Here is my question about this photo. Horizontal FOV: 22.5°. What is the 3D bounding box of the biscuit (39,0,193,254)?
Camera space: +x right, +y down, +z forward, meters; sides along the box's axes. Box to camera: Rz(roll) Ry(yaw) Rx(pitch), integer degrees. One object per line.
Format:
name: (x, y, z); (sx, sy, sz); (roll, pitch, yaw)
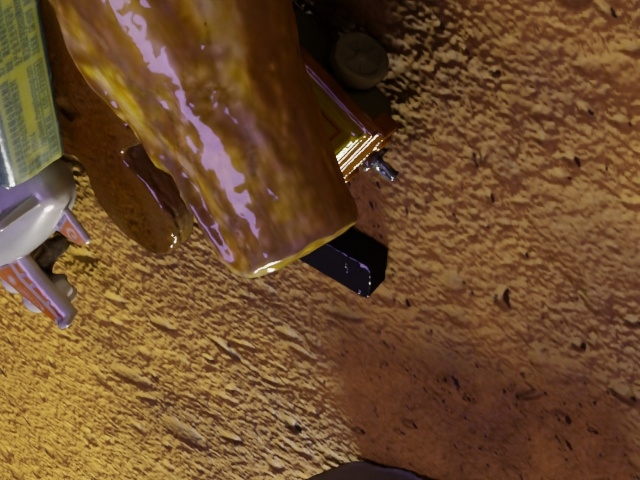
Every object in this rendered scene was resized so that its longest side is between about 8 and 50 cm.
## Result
biscuit: (-0.188, -0.122, 1.290); (0.197, 0.049, 0.301); (3, 126, 58)

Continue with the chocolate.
chocolate: (-0.118, -0.185, 0.943); (0.162, 0.162, 0.445); (-26, 89, 56)

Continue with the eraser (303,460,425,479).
eraser: (0.116, 0.267, 1.323); (0.352, 0.077, 0.111); (10, 134, 43)

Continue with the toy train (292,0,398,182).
toy train: (-0.039, -0.108, 1.063); (0.219, 0.127, 0.089); (47, 146, -1)

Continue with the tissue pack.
tissue pack: (-0.294, -0.180, 1.240); (0.185, 0.081, 0.257); (36, 149, 25)

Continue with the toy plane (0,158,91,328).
toy plane: (-0.296, -0.025, 1.452); (0.245, 0.117, 0.244); (29, 143, 24)

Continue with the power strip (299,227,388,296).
power strip: (0.000, 0.000, 1.218); (0.111, 0.029, 0.038); (30, 143, 21)
